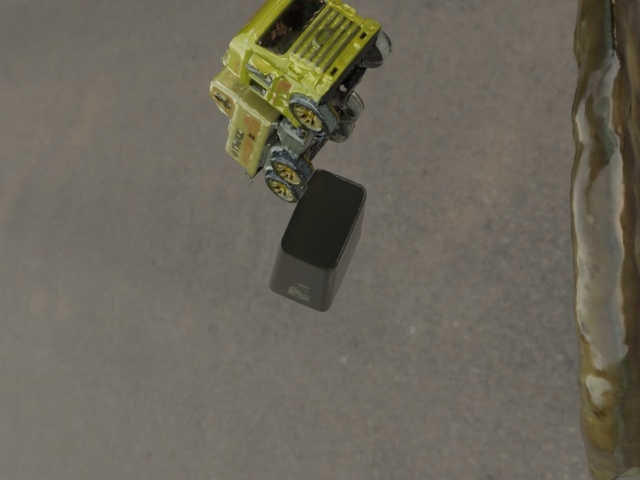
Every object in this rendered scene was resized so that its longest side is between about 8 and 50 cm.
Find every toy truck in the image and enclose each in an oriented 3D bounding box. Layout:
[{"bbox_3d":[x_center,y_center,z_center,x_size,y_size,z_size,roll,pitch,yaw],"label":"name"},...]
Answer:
[{"bbox_3d":[-0.039,-0.157,1.060,0.124,0.157,0.272,-54,-3,-21],"label":"toy truck"}]

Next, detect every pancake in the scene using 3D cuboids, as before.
[{"bbox_3d":[0.145,-0.013,0.491,0.033,0.286,0.288,0,49,18],"label":"pancake"}]

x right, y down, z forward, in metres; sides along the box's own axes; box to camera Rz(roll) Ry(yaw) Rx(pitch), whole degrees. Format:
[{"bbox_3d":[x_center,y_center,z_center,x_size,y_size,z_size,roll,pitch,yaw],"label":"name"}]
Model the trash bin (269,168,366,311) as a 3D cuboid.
[{"bbox_3d":[0.000,0.000,1.621,0.225,0.115,0.165,106,-172,-73],"label":"trash bin"}]
